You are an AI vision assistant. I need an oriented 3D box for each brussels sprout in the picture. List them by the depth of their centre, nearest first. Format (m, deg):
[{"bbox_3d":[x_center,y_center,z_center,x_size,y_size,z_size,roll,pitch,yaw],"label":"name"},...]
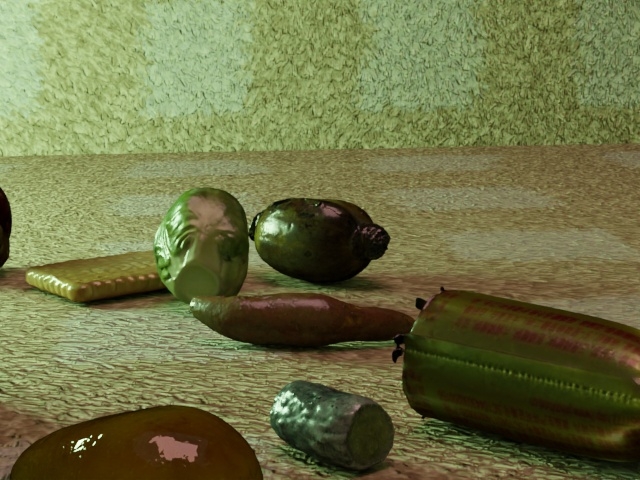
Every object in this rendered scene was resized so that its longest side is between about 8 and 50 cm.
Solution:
[{"bbox_3d":[-0.143,0.011,1.844,0.117,0.155,0.155,11,11,2],"label":"brussels sprout"}]

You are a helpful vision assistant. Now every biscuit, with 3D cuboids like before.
[{"bbox_3d":[-0.238,0.043,1.971,0.249,0.030,0.160,-8,13,-35],"label":"biscuit"}]

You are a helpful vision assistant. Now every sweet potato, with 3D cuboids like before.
[{"bbox_3d":[-0.015,0.086,1.640,0.255,0.058,0.078,3,-10,0],"label":"sweet potato"}]

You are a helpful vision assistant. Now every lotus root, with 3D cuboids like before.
[{"bbox_3d":[0.000,0.000,1.971,0.209,0.120,0.120,7,13,35],"label":"lotus root"}]

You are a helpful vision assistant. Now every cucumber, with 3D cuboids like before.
[{"bbox_3d":[0.006,0.152,1.259,0.064,0.064,0.112,-9,10,-38],"label":"cucumber"}]

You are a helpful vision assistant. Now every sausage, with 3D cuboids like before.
[{"bbox_3d":[0.211,0.114,1.256,0.317,0.117,0.125,8,-26,43],"label":"sausage"}]

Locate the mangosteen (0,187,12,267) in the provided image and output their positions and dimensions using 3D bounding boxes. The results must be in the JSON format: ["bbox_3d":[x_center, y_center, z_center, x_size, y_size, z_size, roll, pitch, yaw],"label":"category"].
[{"bbox_3d":[-0.482,-0.004,2.042,0.156,0.181,0.146,12,-43,-39],"label":"mangosteen"}]

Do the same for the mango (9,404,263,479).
[{"bbox_3d":[-0.132,0.168,1.087,0.227,0.099,0.136,-4,8,45],"label":"mango"}]
